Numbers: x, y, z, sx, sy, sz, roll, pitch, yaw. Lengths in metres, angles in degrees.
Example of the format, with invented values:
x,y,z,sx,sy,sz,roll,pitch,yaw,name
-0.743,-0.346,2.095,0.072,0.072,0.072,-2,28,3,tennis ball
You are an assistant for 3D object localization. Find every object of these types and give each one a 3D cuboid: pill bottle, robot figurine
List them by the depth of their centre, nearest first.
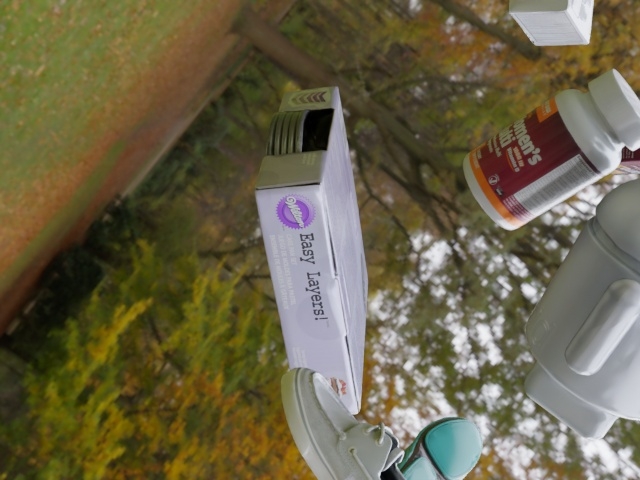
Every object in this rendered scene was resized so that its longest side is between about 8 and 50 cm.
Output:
x,y,z,sx,sy,sz,roll,pitch,yaw,name
0.382,0.071,1.081,0.300,0.199,0.354,-22,142,-56,robot figurine
0.303,-0.116,1.152,0.221,0.121,0.121,-34,-163,27,pill bottle

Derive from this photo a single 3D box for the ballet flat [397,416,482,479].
x,y,z,sx,sy,sz,roll,pitch,yaw,name
0.122,0.295,1.148,0.087,0.083,0.247,-32,175,34,ballet flat

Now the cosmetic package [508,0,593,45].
x,y,z,sx,sy,sz,roll,pitch,yaw,name
0.233,-0.316,0.858,0.099,0.060,0.239,15,81,-63,cosmetic package

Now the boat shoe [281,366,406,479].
x,y,z,sx,sy,sz,roll,pitch,yaw,name
0.035,0.169,0.671,0.063,0.184,0.066,-35,161,20,boat shoe

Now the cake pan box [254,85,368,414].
x,y,z,sx,sy,sz,roll,pitch,yaw,name
0.000,0.000,0.910,0.070,0.267,0.246,-6,-150,6,cake pan box

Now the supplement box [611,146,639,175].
x,y,z,sx,sy,sz,roll,pitch,yaw,name
0.504,-0.148,1.350,0.188,0.104,0.081,0,-97,48,supplement box
